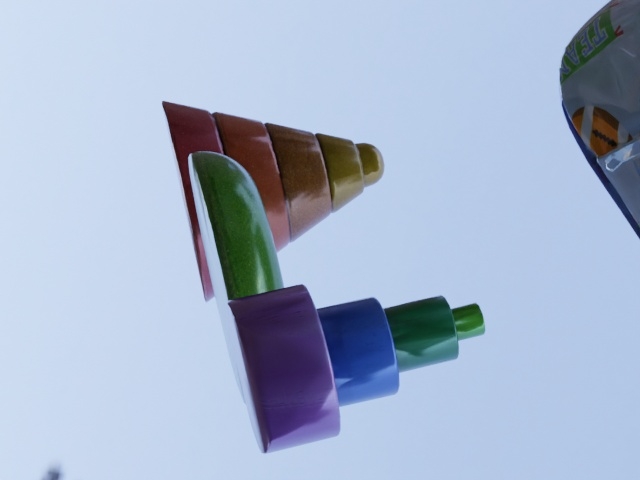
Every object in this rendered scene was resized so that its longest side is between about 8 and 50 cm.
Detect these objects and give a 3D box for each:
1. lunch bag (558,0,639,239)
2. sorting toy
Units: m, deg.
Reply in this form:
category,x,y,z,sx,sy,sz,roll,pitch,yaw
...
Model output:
category,x,y,z,sx,sy,sz,roll,pitch,yaw
lunch bag,0.275,-0.046,0.761,0.303,0.243,0.115,56,-35,-3
sorting toy,0.000,0.000,0.757,0.365,0.126,0.127,-124,-157,-70
